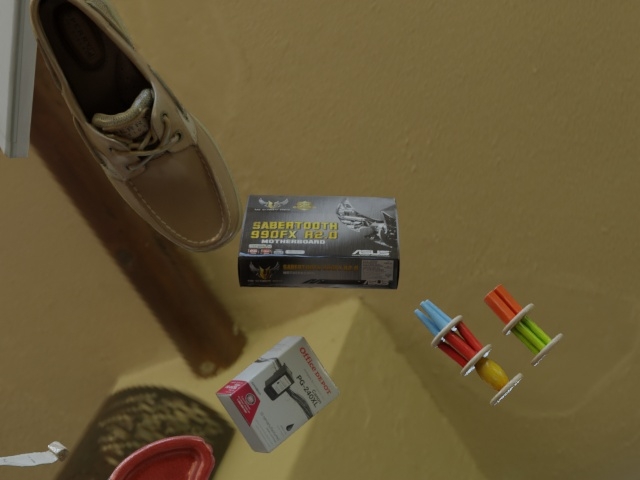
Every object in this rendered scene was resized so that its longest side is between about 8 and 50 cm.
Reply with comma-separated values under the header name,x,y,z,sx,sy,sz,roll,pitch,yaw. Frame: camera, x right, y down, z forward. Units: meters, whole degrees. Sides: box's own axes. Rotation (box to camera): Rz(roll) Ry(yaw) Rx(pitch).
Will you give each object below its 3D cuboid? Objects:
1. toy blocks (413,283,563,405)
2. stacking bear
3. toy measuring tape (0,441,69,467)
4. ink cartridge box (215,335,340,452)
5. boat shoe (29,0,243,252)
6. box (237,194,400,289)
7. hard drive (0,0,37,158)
name,x,y,z,sx,sy,sz,roll,pitch,yaw
toy blocks,0.198,0.105,1.391,0.123,0.054,0.148,-44,-103,-5
stacking bear,-0.261,0.416,1.770,0.164,0.175,0.289,-1,-20,-15
toy measuring tape,-0.541,0.304,1.794,0.121,0.330,0.121,-1,-92,50
ink cartridge box,-0.062,0.227,1.720,0.109,0.150,0.063,57,-25,-10
boat shoe,-0.204,-0.122,1.235,0.122,0.110,0.341,-34,-77,5
box,0.000,0.000,1.707,0.231,0.183,0.056,2,-58,2
hard drive,-0.461,-0.304,1.689,0.040,0.203,0.307,-8,-51,-29
